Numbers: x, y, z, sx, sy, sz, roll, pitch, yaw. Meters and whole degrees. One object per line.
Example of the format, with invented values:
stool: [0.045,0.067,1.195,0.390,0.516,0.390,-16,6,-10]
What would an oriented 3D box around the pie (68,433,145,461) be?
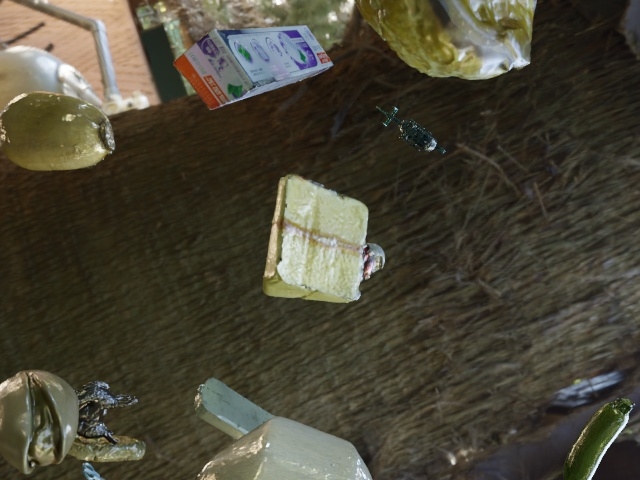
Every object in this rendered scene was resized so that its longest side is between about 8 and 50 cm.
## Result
pie: [-0.544,0.486,1.384,0.274,0.274,0.055,96,2,-72]

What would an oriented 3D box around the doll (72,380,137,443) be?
doll: [-0.500,0.376,1.291,0.165,0.139,0.057,27,4,-40]

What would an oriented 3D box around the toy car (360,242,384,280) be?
toy car: [0.137,0.048,1.754,0.139,0.112,0.112,-117,-155,-47]

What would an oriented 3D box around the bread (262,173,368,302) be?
bread: [0.000,0.000,1.352,0.198,0.236,0.263,115,-18,-74]

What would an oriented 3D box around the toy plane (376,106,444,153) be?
toy plane: [0.253,-0.320,1.667,0.235,0.060,0.096,38,20,12]

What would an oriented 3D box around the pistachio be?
pistachio: [-0.407,0.254,0.826,0.226,0.136,0.135,0,-71,57]

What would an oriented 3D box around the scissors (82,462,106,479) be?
scissors: [-0.374,0.407,0.992,0.083,0.006,0.036,51,-6,-30]

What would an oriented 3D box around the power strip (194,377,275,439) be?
power strip: [-0.135,0.330,1.060,0.227,0.029,0.080,38,25,-18]

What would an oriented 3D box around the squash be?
squash: [0.622,0.461,1.324,0.258,0.069,0.069,-64,-162,9]

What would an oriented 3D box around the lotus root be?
lotus root: [-0.510,-0.203,1.092,0.131,0.304,0.146,43,59,-57]

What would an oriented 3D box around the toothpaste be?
toothpaste: [-0.040,-0.136,0.449,0.047,0.040,0.196,55,25,-8]

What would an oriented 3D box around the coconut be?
coconut: [-0.063,0.399,0.890,0.237,0.266,0.237,-160,-90,-86]

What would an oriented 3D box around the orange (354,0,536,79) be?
orange: [0.138,-0.386,0.747,0.210,0.271,0.368,3,-78,46]
